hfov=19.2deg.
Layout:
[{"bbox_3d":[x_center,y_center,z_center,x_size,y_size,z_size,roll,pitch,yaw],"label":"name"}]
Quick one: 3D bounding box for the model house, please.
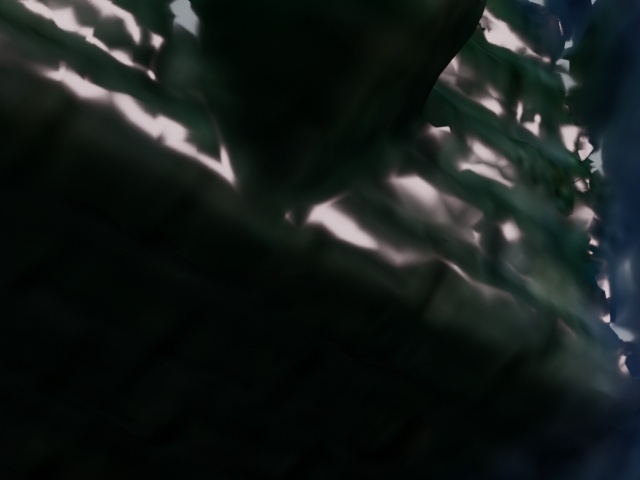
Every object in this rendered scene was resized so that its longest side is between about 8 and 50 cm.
[{"bbox_3d":[0.030,-0.014,0.686,0.445,0.395,0.400,28,3,-23],"label":"model house"}]
